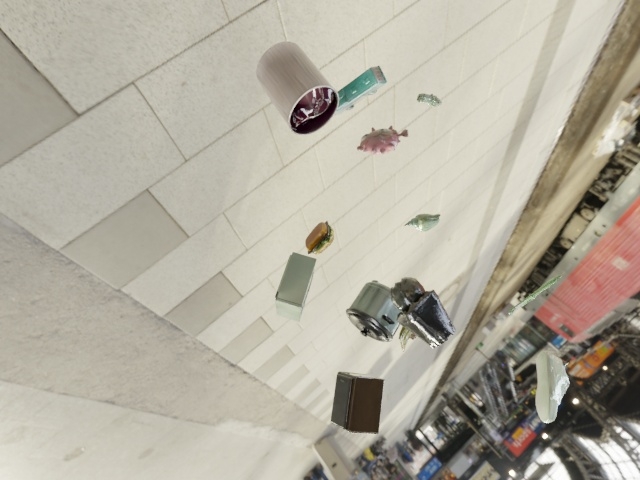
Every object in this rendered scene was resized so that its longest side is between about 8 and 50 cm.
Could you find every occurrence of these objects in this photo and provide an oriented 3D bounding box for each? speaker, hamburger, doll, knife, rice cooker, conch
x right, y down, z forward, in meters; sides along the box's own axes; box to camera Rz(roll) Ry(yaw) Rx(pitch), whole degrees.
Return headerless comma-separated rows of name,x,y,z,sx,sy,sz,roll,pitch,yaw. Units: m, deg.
speaker,0.164,0.708,1.784,0.192,0.153,0.231,17,74,-28
hamburger,0.000,0.000,1.912,0.087,0.137,0.166,31,121,-23
doll,0.301,-0.483,1.968,0.261,0.211,0.093,-15,135,5
knife,0.688,0.174,1.306,0.207,0.014,0.030,-36,134,1
rice cooker,0.248,0.326,1.812,0.227,0.241,0.280,-54,-162,-22
conch,0.484,-0.083,1.930,0.179,0.088,0.065,-12,179,8

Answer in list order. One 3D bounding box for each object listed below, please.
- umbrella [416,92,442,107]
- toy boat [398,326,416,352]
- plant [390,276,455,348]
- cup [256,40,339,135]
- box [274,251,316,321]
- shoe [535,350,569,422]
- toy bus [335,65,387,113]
umbrella,0.547,-0.700,2.029,0.143,0.067,0.062,6,113,-24
toy boat,0.359,0.371,1.637,0.065,0.066,0.172,-68,-179,-71
plant,0.345,0.247,1.417,0.141,0.256,0.164,-34,163,-14
cup,-0.072,-0.541,1.492,0.208,0.273,0.288,-39,160,15
box,-0.110,0.203,1.759,0.225,0.117,0.225,101,6,-64
shoe,0.876,0.549,1.514,0.095,0.110,0.265,104,3,-58
toy bus,0.138,-0.599,1.639,0.261,0.091,0.109,-25,-175,39
